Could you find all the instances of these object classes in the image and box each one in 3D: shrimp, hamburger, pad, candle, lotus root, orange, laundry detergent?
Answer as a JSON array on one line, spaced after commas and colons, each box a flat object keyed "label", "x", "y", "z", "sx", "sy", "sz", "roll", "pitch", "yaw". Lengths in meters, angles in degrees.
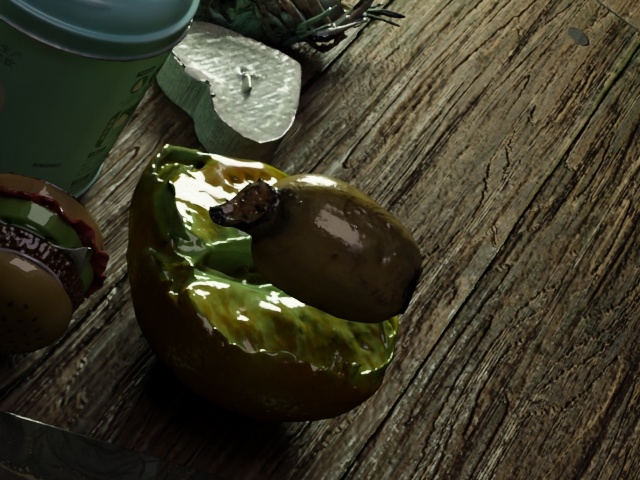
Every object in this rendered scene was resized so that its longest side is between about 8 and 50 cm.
[{"label": "shrimp", "x": -0.023, "y": -0.286, "z": 2.386, "sx": 0.372, "sy": 0.137, "sz": 0.172, "roll": -5, "pitch": 44, "yaw": -30}, {"label": "hamburger", "x": -0.291, "y": 0.033, "z": 1.851, "sx": 0.175, "sy": 0.175, "sz": 0.137, "roll": 27, "pitch": 52, "yaw": -13}, {"label": "pad", "x": -0.172, "y": 0.289, "z": 1.797, "sx": 0.367, "sy": 0.007, "sz": 0.247, "roll": 20, "pitch": 41, "yaw": -20}, {"label": "candle", "x": -0.094, "y": -0.176, "z": 2.281, "sx": 0.168, "sy": 0.068, "sz": 0.192, "roll": -16, "pitch": 64, "yaw": -42}, {"label": "lotus root", "x": 0.000, "y": 0.000, "z": 1.861, "sx": 0.221, "sy": 0.118, "sz": 0.125, "roll": 30, "pitch": 19, "yaw": -12}, {"label": "orange", "x": -0.074, "y": 0.047, "z": 1.970, "sx": 0.262, "sy": 0.196, "sz": 0.334, "roll": 15, "pitch": 45, "yaw": -47}, {"label": "laundry detergent", "x": -0.290, "y": -0.232, "z": 1.997, "sx": 0.287, "sy": 0.305, "sz": 0.287, "roll": 21, "pitch": 40, "yaw": -19}]
